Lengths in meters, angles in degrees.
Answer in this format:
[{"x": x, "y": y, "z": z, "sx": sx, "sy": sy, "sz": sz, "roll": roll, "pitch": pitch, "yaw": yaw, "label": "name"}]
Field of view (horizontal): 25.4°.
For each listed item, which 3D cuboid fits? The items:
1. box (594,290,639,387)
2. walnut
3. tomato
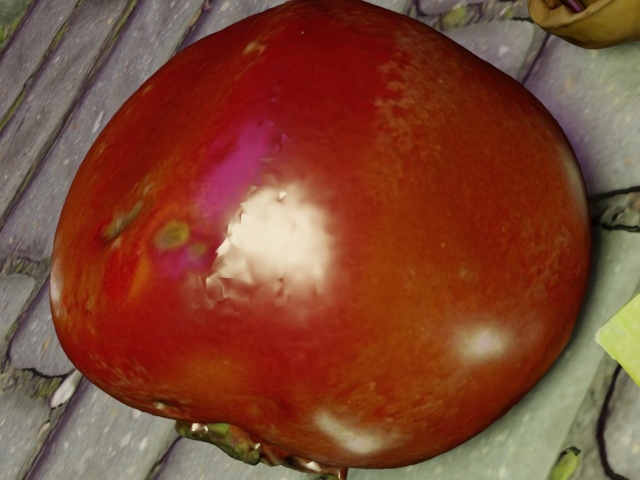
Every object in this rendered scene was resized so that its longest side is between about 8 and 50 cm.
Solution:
[{"x": 0.270, "y": 0.022, "z": 0.597, "sx": 0.260, "sy": 0.062, "sz": 0.175, "roll": -44, "pitch": 64, "yaw": 14, "label": "box"}, {"x": 0.224, "y": -0.207, "z": 0.983, "sx": 0.167, "sy": 0.087, "sz": 0.211, "roll": -44, "pitch": 27, "yaw": 29, "label": "walnut"}, {"x": 0.000, "y": 0.000, "z": 0.889, "sx": 0.325, "sy": 0.293, "sz": 0.289, "roll": -1, "pitch": 69, "yaw": 66, "label": "tomato"}]
